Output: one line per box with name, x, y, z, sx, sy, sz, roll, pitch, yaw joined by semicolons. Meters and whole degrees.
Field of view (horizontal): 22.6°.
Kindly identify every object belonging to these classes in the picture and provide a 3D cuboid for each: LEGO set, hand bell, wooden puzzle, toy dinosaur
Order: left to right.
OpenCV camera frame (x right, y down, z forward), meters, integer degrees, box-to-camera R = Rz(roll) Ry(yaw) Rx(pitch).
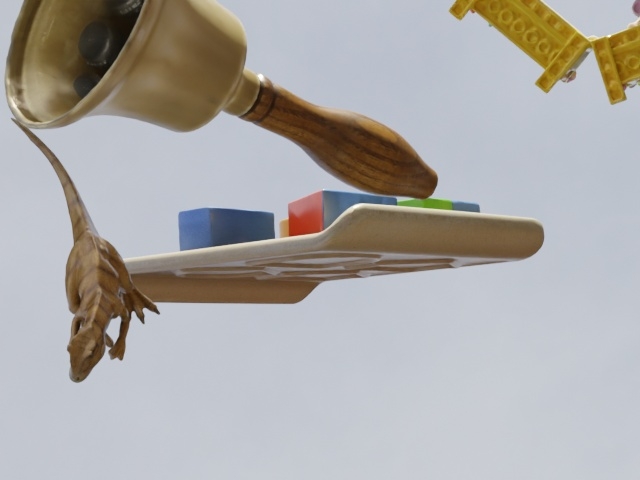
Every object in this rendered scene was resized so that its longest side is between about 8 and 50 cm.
toy dinosaur;-0.155;0.016;1.100;0.064;0.211;0.112;-17;-42;-4
hand bell;-0.030;-0.071;0.842;0.242;0.126;0.126;25;-96;-37
wooden puzzle;0.000;0.000;1.621;0.322;0.348;0.080;3;-102;-48
LEGO set;0.198;-0.159;1.136;0.107;0.287;0.132;-1;-84;-70
